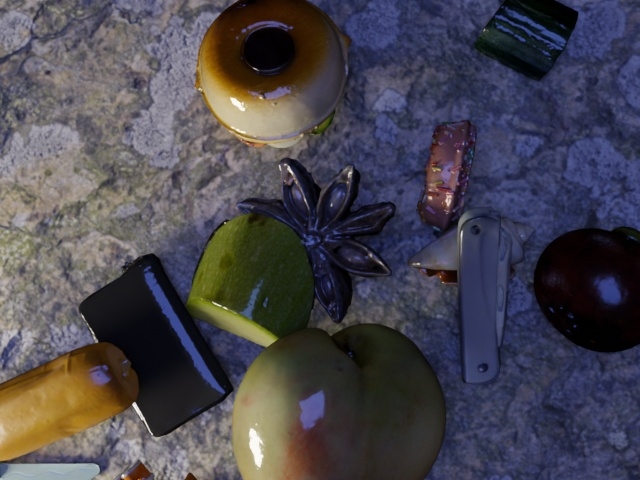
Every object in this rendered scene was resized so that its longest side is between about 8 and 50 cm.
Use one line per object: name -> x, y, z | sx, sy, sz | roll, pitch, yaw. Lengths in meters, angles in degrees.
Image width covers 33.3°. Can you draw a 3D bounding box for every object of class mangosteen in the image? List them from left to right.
mangosteen -> 0.389, 0.056, 1.447 | 0.199, 0.200, 0.200 | 0, 86, 6

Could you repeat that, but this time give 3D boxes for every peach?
peach -> 0.021, 0.247, 1.406 | 0.247, 0.292, 0.292 | 26, 89, 44

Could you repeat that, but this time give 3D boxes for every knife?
knife -> -0.455, 0.348, 1.577 | 0.260, 0.034, 0.063 | 5, 90, 3
knife -> 0.222, 0.080, 1.459 | 0.073, 0.041, 0.266 | 0, 115, 6

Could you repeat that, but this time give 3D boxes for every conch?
conch -> 0.216, 0.019, 1.497 | 0.176, 0.104, 0.094 | -32, 64, 5

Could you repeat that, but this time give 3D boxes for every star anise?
star anise -> 0.001, 0.000, 1.516 | 0.235, 0.109, 0.223 | 6, 92, 20

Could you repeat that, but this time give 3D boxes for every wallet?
wallet -> -0.245, 0.152, 1.562 | 0.149, 0.044, 0.250 | -34, 83, 7

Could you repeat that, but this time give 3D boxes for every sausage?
sausage -> -0.415, 0.244, 1.537 | 0.328, 0.112, 0.112 | -24, 84, 14

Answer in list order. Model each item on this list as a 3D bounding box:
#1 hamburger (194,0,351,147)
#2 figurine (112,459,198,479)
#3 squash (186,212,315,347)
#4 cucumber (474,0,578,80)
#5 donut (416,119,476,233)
hamburger -> -0.071, -0.247, 1.522 | 0.236, 0.147, 0.237 | -1, 74, 3
figurine -> -0.184, 0.420, 1.500 | 0.271, 0.143, 0.143 | 39, 91, -13
squash -> -0.106, 0.057, 1.468 | 0.191, 0.085, 0.184 | 18, 104, 20
cucumber -> 0.298, -0.304, 1.528 | 0.115, 0.062, 0.116 | 30, 91, 4
donut -> 0.178, -0.095, 1.498 | 0.065, 0.117, 0.166 | 11, 86, 2
